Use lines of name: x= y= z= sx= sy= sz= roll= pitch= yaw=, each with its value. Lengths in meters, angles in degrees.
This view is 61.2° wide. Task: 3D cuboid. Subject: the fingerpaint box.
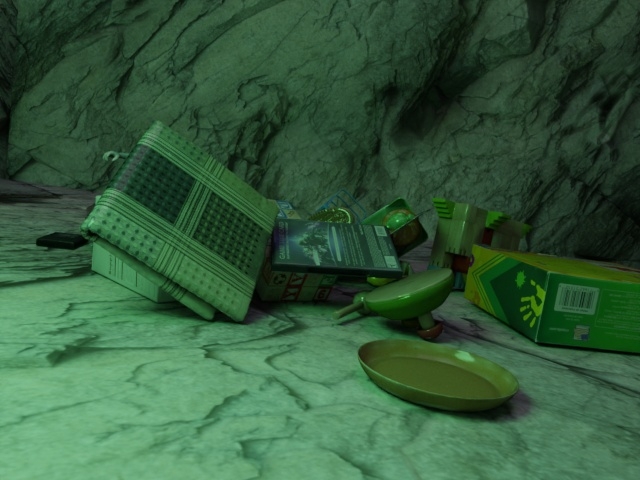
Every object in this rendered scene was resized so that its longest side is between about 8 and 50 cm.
fingerpaint box: x=0.634 y=0.139 z=1.311 sx=0.443 sy=0.163 sz=0.371 roll=7 pitch=7 yaw=-10

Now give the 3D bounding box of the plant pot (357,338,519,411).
plant pot: x=0.168 y=0.198 z=0.801 sx=0.236 sy=0.033 sz=0.236 roll=8 pitch=6 yaw=-1

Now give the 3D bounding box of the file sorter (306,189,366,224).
file sorter: x=0.038 y=-0.057 z=1.604 sx=0.118 sy=0.104 sz=0.170 roll=45 pitch=-35 yaw=-6

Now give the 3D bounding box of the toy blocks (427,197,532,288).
toy blocks: x=0.466 y=0.042 z=1.631 sx=0.381 sy=0.261 sz=0.190 roll=12 pitch=1 yaw=-38

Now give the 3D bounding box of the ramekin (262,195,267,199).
ramekin: x=-0.220 y=-0.031 z=1.590 sx=0.206 sy=0.207 sz=0.109 roll=8 pitch=16 yaw=-1

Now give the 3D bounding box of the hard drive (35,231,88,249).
hard drive: x=-0.699 y=0.000 z=1.472 sx=0.094 sy=0.022 sz=0.135 roll=7 pitch=6 yaw=-8

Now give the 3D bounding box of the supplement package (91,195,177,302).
supplement package: x=-0.343 y=0.009 z=1.166 sx=0.292 sy=0.176 sz=0.177 roll=14 pitch=11 yaw=43

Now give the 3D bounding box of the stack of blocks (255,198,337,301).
stack of blocks: x=-0.103 y=0.014 z=1.281 sx=0.171 sy=0.087 sz=0.297 roll=4 pitch=34 yaw=-34

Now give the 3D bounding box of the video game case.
video game case: x=0.029 y=0.014 z=1.192 sx=0.273 sy=0.026 sz=0.196 roll=3 pitch=31 yaw=-7

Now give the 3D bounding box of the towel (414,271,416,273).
towel: x=0.217 y=0.084 z=1.889 sx=0.102 sy=0.021 sz=0.237 roll=3 pitch=9 yaw=-34

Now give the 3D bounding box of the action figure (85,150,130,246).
action figure: x=-0.465 y=-0.113 z=1.493 sx=0.248 sy=0.370 sz=0.275 roll=54 pitch=7 yaw=19

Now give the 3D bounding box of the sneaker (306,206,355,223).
sneaker: x=0.000 y=0.000 z=1.531 sx=0.282 sy=0.099 sz=0.153 roll=-34 pitch=-18 yaw=22

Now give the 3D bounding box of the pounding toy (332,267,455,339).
pounding toy: x=0.167 y=0.144 z=1.085 sx=0.236 sy=0.110 sz=0.183 roll=-18 pitch=3 yaw=23

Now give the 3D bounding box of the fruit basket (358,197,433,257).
fruit basket: x=0.170 y=-0.013 z=1.584 sx=0.327 sy=0.166 sz=0.353 roll=-34 pitch=-9 yaw=19

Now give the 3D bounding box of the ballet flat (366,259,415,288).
ballet flat: x=0.221 y=0.095 z=1.552 sx=0.077 sy=0.077 sz=0.230 roll=22 pitch=14 yaw=41

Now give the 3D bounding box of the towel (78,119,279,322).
towel: x=-0.237 y=-0.034 z=1.012 sx=0.324 sy=0.312 sz=0.056 roll=36 pitch=-48 yaw=-23
